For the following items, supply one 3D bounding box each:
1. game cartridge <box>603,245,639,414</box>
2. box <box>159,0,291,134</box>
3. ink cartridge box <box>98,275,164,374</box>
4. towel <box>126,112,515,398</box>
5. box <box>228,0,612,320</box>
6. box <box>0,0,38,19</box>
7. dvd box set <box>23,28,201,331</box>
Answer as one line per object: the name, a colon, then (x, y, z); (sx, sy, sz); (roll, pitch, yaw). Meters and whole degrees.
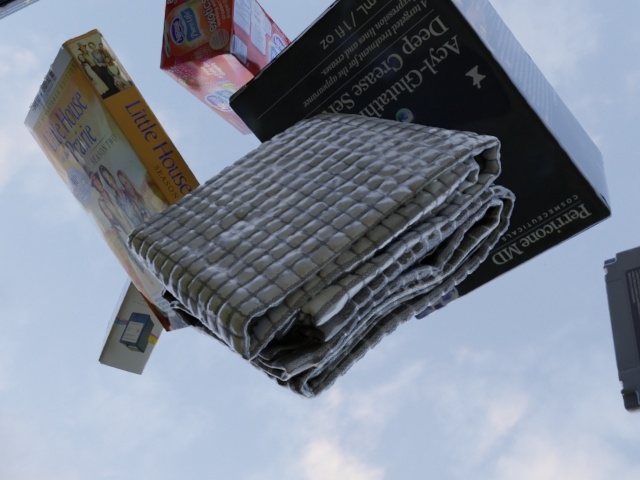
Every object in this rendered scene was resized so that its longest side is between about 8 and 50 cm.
game cartridge: (0.557, 0.119, 1.045); (0.196, 0.060, 0.294); (-26, -144, 37)
box: (-0.126, -0.277, 1.049); (0.122, 0.257, 0.128); (-5, -105, 22)
ink cartridge box: (-0.336, 0.122, 1.273); (0.093, 0.154, 0.212); (23, -68, -18)
towel: (0.000, 0.000, 0.611); (0.283, 0.121, 0.235); (-38, -144, -23)
box: (0.136, -0.147, 0.882); (0.293, 0.212, 0.395); (-35, -77, 31)
box: (-0.538, -0.509, 1.118); (0.183, 0.059, 0.233); (-26, -83, -1)
dvd box set: (-0.275, -0.060, 1.007); (0.307, 0.062, 0.420); (-19, -75, 55)
